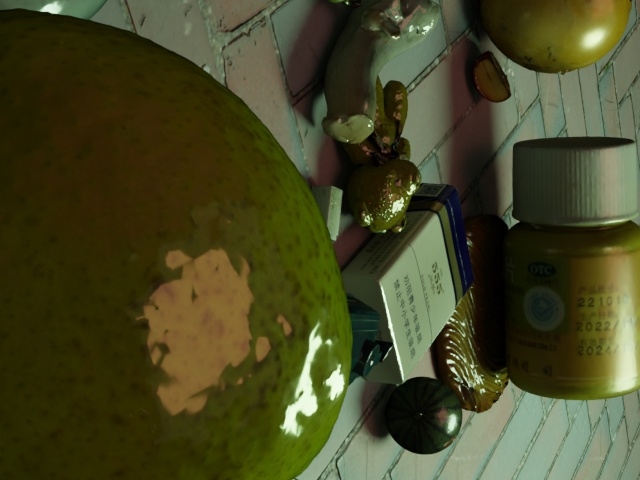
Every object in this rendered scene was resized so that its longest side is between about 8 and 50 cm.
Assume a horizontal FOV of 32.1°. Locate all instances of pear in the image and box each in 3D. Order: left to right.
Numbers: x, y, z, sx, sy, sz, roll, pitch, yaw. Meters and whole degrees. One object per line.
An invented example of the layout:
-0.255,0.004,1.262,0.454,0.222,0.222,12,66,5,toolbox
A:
-0.172,0.033,0.747,0.391,0.391,0.391,-6,98,-59,pear

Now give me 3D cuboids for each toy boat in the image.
-0.024,0.107,1.203,0.114,0.122,0.296,-68,159,4,toy boat

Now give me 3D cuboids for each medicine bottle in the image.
0.395,0.038,1.730,0.224,0.224,0.384,-18,109,-58,medicine bottle

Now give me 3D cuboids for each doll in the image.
0.083,-0.113,1.405,0.137,0.097,0.209,13,75,-53,doll

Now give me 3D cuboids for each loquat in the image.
0.359,-0.373,1.718,0.235,0.235,0.235,-6,98,-59,loquat

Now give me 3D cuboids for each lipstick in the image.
0.001,0.000,1.329,0.030,0.030,0.129,20,74,-58,lipstick

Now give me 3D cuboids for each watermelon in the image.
0.137,0.235,1.497,0.133,0.105,0.105,46,51,-73,watermelon

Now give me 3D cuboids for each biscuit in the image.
0.258,0.115,1.763,0.318,0.040,0.318,-6,97,-60,biscuit

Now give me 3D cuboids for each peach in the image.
0.262,-0.252,1.732,0.083,0.050,0.077,30,43,-66,peach

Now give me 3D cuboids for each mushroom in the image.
0.066,-0.234,1.369,0.096,0.099,0.278,42,57,-20,mushroom

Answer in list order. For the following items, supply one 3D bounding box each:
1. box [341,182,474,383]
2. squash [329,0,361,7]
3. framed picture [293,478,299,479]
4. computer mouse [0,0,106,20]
0.122,0.052,1.497,0.259,0.071,0.168,-47,131,-48,box
-0.021,-0.367,1.233,0.071,0.080,0.318,-36,132,-6,squash
-0.079,0.306,1.224,0.168,0.023,0.128,43,56,-52,framed picture
-0.256,-0.221,0.807,0.371,0.122,0.188,-30,117,-51,computer mouse
